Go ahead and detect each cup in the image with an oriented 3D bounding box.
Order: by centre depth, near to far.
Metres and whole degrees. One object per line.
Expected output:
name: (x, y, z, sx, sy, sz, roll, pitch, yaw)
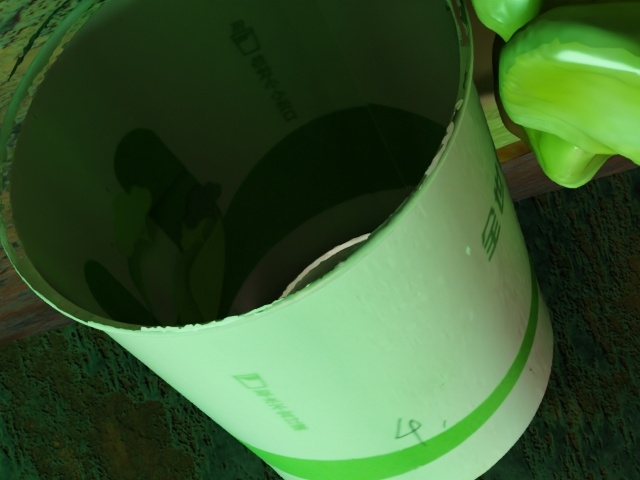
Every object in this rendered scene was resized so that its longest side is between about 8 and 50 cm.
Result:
cup: (0.000, 0.000, 0.995, 0.253, 0.253, 0.274, -19, 142, 14)

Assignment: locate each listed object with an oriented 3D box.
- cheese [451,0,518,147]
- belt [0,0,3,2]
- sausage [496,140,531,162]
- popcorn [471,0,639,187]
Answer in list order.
cheese: (0.092, -0.124, 1.312, 0.243, 0.123, 0.265, -11, 173, -28)
belt: (-0.117, -0.137, 0.475, 0.217, 0.122, 0.339, -17, 177, -37)
sausage: (0.228, -0.154, 1.609, 0.102, 0.102, 0.330, -13, 172, -44)
popcorn: (0.205, -0.148, 0.842, 0.292, 0.293, 0.334, 11, 163, 20)
